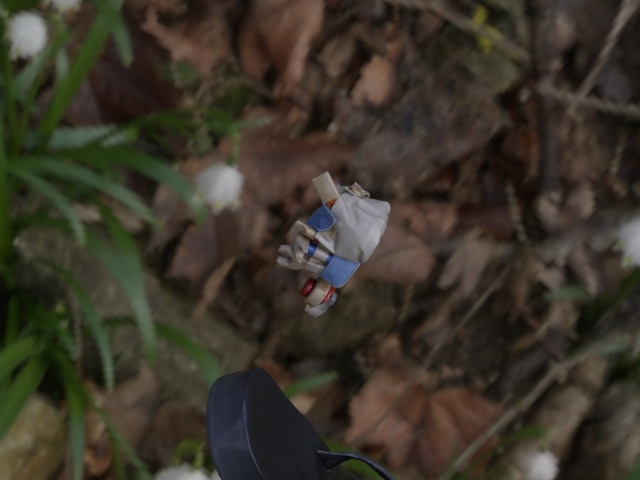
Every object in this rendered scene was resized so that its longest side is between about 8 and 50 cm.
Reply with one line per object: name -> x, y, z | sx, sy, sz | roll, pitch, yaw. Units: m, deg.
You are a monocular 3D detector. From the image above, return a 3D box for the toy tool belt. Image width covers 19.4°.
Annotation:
toy tool belt -> 0.000, 0.000, 1.095 | 0.051, 0.083, 0.052 | 32, 32, -8

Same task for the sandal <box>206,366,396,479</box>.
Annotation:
sandal -> 0.011, 0.160, 1.101 | 0.254, 0.054, 0.097 | 51, 30, -51
